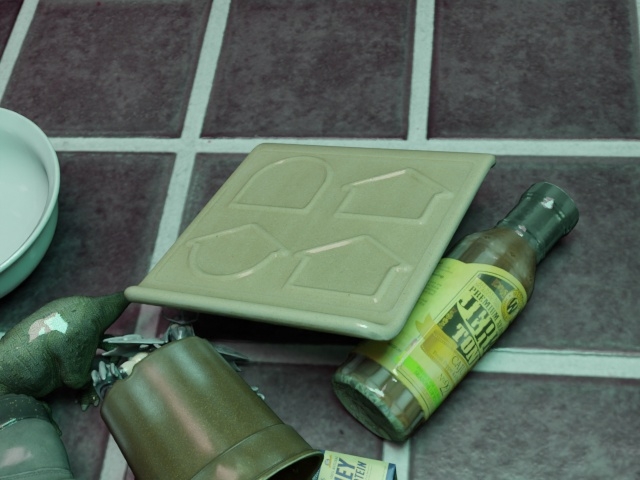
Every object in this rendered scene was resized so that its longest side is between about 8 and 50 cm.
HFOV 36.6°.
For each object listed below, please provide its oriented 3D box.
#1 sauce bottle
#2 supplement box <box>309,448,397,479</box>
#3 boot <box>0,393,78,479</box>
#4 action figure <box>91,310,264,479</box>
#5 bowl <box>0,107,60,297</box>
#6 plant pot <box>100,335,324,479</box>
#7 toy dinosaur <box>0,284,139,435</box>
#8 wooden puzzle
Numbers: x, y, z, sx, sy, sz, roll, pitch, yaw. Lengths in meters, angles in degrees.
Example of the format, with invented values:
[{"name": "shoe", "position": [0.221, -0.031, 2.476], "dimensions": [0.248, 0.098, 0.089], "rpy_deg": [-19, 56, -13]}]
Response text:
[{"name": "sauce bottle", "position": [0.160, 0.067, 1.075], "dimensions": [0.111, 0.111, 0.344], "rpy_deg": [34, 68, 26]}, {"name": "supplement box", "position": [0.033, 0.259, 0.980], "dimensions": [0.083, 0.083, 0.056], "rpy_deg": [8, 58, 13]}, {"name": "boot", "position": [-0.367, 0.321, 0.934], "dimensions": [0.338, 0.118, 0.223], "rpy_deg": [-41, 51, -4]}, {"name": "action figure", "position": [-0.153, 0.199, 1.031], "dimensions": [0.185, 0.099, 0.285], "rpy_deg": [5, 63, -9]}, {"name": "bowl", "position": [-0.449, -0.016, 1.201], "dimensions": [0.298, 0.134, 0.297], "rpy_deg": [-4, 57, 6]}, {"name": "plant pot", "position": [-0.112, 0.191, 0.910], "dimensions": [0.167, 0.167, 0.165], "rpy_deg": [-36, 69, -16]}, {"name": "toy dinosaur", "position": [-0.300, 0.128, 1.068], "dimensions": [0.314, 0.160, 0.121], "rpy_deg": [-23, 57, -7]}, {"name": "wooden puzzle", "position": [0.000, 0.000, 1.104], "dimensions": [0.322, 0.080, 0.348], "rpy_deg": [6, 37, 29]}]
